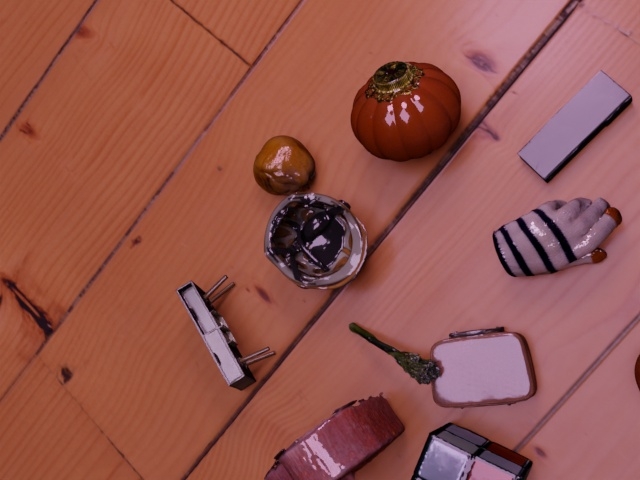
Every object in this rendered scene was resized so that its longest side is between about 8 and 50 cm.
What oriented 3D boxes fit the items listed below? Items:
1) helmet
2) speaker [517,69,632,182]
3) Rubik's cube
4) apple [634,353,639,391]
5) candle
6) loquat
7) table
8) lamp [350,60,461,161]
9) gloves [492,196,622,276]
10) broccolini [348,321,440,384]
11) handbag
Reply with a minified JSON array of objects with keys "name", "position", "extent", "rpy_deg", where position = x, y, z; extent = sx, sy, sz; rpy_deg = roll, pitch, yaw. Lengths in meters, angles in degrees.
[{"name":"helmet","position":[0.000,0.000,1.661],"extent":[0.224,0.130,0.198],"rpy_deg":[26,99,12]},{"name":"speaker","position":[0.485,-0.215,1.532],"extent":[0.218,0.044,0.082],"rpy_deg":[-47,71,12]},{"name":"Rubik's cube","position":[0.270,0.455,1.478],"extent":[0.180,0.183,0.167],"rpy_deg":[22,94,24]},{"name":"apple","position":[0.635,0.235,1.352],"extent":[0.181,0.181,0.168],"rpy_deg":[-42,79,13]},{"name":"candle","position":[0.043,0.417,1.554],"extent":[0.131,0.287,0.317],"rpy_deg":[53,147,16]},{"name":"loquat","position":[-0.076,-0.158,1.723],"extent":[0.137,0.113,0.137],"rpy_deg":[0,69,1]},{"name":"table","position":[-0.196,0.190,1.733],"extent":[0.111,0.121,0.240],"rpy_deg":[-32,73,-2]},{"name":"lamp","position":[0.168,-0.254,1.583],"extent":[0.223,0.196,0.223],"rpy_deg":[-17,40,14]},{"name":"gloves","position":[0.443,-0.010,1.486],"extent":[0.219,0.131,0.140],"rpy_deg":[-23,79,28]},{"name":"broccolini","position":[0.138,0.221,1.592],"extent":[0.051,0.054,0.239],"rpy_deg":[-45,43,-20]},{"name":"handbag","position":[0.311,0.244,1.542],"extent":[0.193,0.072,0.151],"rpy_deg":[-8,81,23]}]
